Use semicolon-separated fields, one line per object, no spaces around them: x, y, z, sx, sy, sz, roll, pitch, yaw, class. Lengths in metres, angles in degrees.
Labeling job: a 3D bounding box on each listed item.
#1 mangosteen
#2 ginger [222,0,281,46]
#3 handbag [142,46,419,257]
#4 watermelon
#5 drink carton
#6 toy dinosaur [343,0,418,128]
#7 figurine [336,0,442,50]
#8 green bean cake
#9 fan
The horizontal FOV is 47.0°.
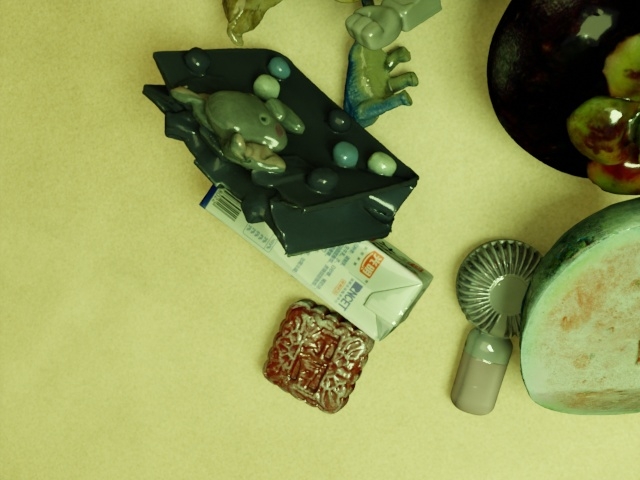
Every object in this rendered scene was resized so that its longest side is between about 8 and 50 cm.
0.328;-0.178;0.829;0.275;0.275;0.302;-24;44;14;mangosteen
-0.083;-0.402;1.032;0.219;0.123;0.269;6;97;-2;ginger
-0.059;-0.130;0.922;0.326;0.269;0.118;45;126;26;handbag
0.316;0.068;0.875;0.188;0.175;0.321;1;121;1;watermelon
0.000;0.000;1.014;0.315;0.130;0.106;37;102;12;drink carton
0.036;-0.223;1.038;0.188;0.075;0.247;-20;88;28;toy dinosaur
0.106;-0.394;0.938;0.285;0.167;0.342;3;48;5;figurine
-0.004;0.166;1.056;0.136;0.056;0.135;25;96;13;green bean cake
0.232;0.119;0.989;0.130;0.074;0.244;16;100;3;fan
